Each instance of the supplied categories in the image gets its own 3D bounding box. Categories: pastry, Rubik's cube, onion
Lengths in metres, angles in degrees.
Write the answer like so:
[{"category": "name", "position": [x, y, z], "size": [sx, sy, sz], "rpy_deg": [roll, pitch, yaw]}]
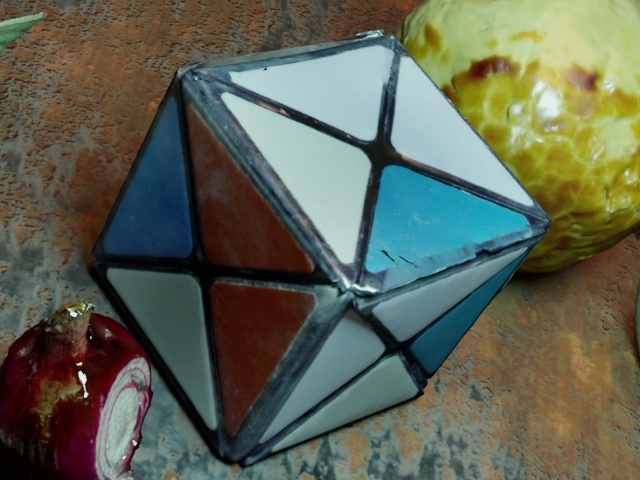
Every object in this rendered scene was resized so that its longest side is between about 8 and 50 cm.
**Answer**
[{"category": "pastry", "position": [0.246, -0.133, 1.876], "size": [0.388, 0.388, 0.312], "rpy_deg": [28, 41, -3]}, {"category": "Rubik's cube", "position": [0.000, 0.000, 1.619], "size": [0.310, 0.305, 0.307], "rpy_deg": [-15, 57, -42]}, {"category": "onion", "position": [-0.235, 0.124, 1.434], "size": [0.135, 0.198, 0.173], "rpy_deg": [2, 40, 14]}]

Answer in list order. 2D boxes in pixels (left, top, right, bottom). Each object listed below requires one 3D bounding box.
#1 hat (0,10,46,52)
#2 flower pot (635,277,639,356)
[{"category": "hat", "position": [-0.400, -0.163, 1.695], "size": [0.252, 0.252, 0.110], "rpy_deg": [-21, 103, -45]}, {"category": "flower pot", "position": [0.517, 0.100, 1.869], "size": [0.244, 0.307, 0.307], "rpy_deg": [-8, 49, -15]}]
